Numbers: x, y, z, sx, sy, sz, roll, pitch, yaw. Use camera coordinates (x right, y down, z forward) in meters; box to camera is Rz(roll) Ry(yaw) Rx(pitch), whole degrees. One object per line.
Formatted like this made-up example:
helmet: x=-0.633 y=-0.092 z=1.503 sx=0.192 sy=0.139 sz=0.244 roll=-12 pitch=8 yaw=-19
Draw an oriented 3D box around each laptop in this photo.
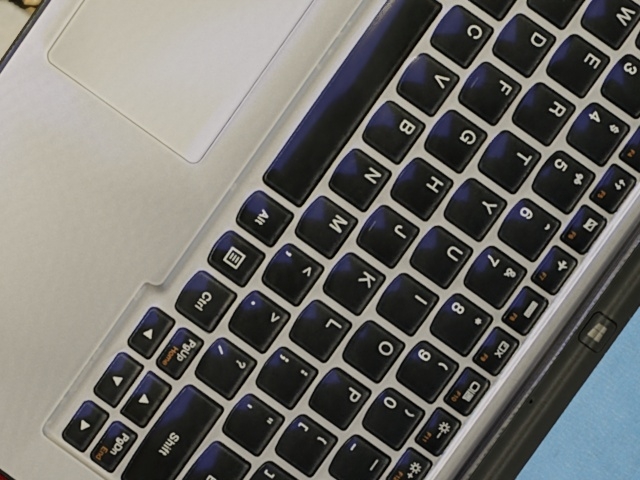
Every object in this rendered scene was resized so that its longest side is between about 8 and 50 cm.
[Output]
laptop: x=0.056 y=0.004 z=0.702 sx=0.408 sy=0.236 sz=0.382 roll=36 pitch=93 yaw=2

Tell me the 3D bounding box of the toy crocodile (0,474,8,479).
toy crocodile: x=-0.125 y=0.160 z=0.852 sx=0.115 sy=0.105 sz=0.340 roll=-18 pitch=59 yaw=19
